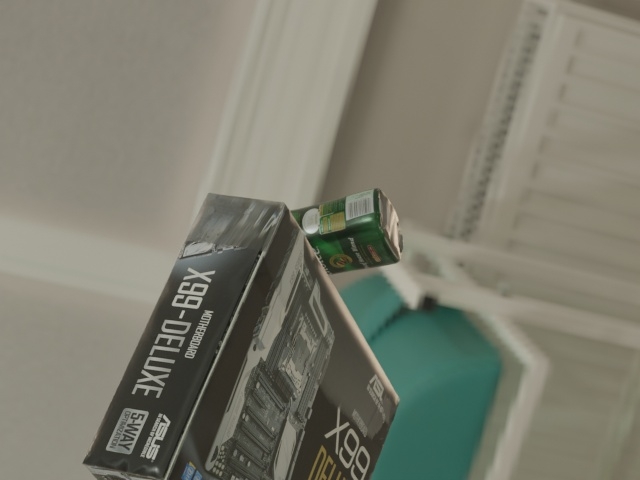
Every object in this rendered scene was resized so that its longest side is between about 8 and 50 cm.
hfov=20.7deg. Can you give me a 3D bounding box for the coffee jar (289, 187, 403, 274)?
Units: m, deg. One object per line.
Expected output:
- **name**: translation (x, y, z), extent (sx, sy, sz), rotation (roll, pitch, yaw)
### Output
- **coffee jar**: translation (0.000, 0.000, 2.109), extent (0.096, 0.184, 0.079), rotation (55, -152, -51)

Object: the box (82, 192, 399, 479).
- **box**: translation (-0.049, 0.149, 1.388), extent (0.242, 0.076, 0.307), rotation (-67, -31, -28)
